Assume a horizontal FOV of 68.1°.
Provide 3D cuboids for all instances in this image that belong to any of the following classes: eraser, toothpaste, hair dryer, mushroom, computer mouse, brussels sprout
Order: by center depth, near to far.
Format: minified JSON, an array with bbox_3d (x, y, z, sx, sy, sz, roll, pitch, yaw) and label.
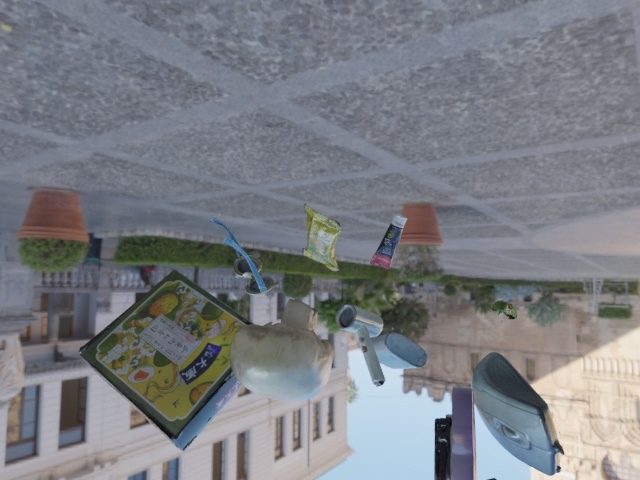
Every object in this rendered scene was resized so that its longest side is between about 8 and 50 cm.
[{"bbox_3d":[-0.079,0.245,1.093,0.254,0.234,0.260,26,154,-32],"label":"mushroom"},{"bbox_3d":[0.455,0.410,1.149,0.122,0.188,0.371,-18,-168,-2],"label":"computer mouse"},{"bbox_3d":[0.134,0.283,1.266,0.131,0.236,0.073,25,120,-38],"label":"hair dryer"},{"bbox_3d":[0.557,0.208,1.435,0.083,0.050,0.046,20,165,-26],"label":"brussels sprout"},{"bbox_3d":[0.237,0.005,1.600,0.071,0.193,0.045,21,-166,-7],"label":"toothpaste"},{"bbox_3d":[0.272,0.413,1.760,0.174,0.081,0.227,29,159,-4],"label":"eraser"}]

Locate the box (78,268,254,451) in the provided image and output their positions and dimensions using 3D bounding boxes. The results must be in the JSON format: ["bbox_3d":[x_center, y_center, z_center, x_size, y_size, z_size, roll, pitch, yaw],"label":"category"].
[{"bbox_3d":[-0.420,0.331,1.401,0.420,0.373,0.138,30,147,23],"label":"box"}]

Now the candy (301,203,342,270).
[{"bbox_3d":[0.000,0.000,1.866,0.187,0.081,0.297,29,145,24],"label":"candy"}]

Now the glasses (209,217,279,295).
[{"bbox_3d":[-0.230,0.048,1.275,0.220,0.088,0.189,48,180,-41],"label":"glasses"}]

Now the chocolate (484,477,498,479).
[{"bbox_3d":[0.509,0.901,1.512,0.177,0.206,0.224,-48,-177,35],"label":"chocolate"}]

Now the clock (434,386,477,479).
[{"bbox_3d":[0.217,0.339,0.759,0.064,0.197,0.172,-1,161,18],"label":"clock"}]
